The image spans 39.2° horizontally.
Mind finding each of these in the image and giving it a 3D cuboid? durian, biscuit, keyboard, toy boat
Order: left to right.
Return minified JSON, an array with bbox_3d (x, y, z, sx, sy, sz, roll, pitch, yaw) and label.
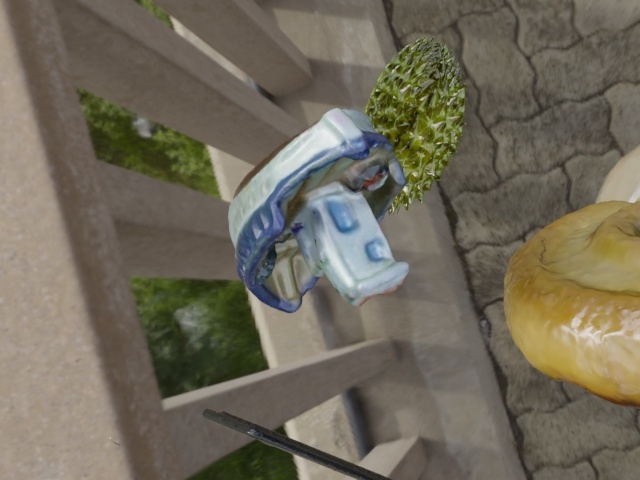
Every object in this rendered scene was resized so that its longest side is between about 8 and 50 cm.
[{"bbox_3d":[-0.022,0.195,0.815,0.103,0.381,0.041,3,74,54],"label":"keyboard"},{"bbox_3d":[0.000,0.000,0.648,0.114,0.262,0.115,-20,82,-20],"label":"toy boat"},{"bbox_3d":[0.073,-0.088,0.797,0.086,0.100,0.215,23,83,-2],"label":"durian"},{"bbox_3d":[0.257,0.034,0.661,0.274,0.213,0.091,6,120,41],"label":"biscuit"}]

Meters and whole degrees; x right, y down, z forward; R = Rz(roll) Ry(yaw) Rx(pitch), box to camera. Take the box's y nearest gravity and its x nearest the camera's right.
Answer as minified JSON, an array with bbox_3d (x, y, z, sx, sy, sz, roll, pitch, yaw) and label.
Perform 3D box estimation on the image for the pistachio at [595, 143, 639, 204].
[{"bbox_3d":[0.360,-0.031,0.940,0.223,0.126,0.152,-49,44,-14],"label":"pistachio"}]
